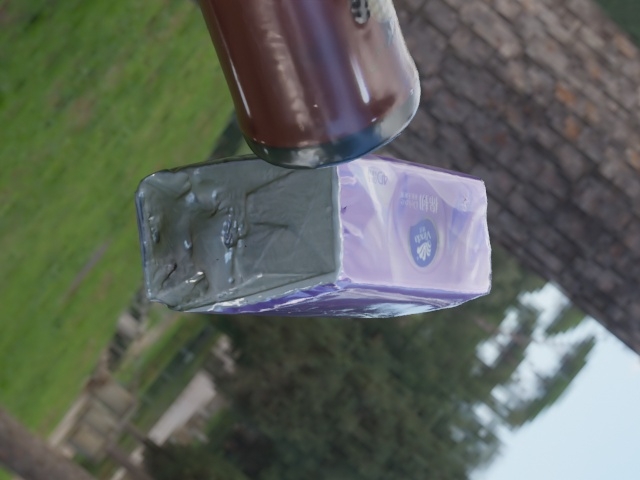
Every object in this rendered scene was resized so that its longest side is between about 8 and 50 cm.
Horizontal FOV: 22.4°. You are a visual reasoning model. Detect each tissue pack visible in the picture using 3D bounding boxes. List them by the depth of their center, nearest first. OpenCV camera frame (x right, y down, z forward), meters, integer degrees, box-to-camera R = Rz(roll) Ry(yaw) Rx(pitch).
[{"bbox_3d":[0.000,0.000,1.696,0.242,0.160,0.338,-8,173,32],"label":"tissue pack"}]

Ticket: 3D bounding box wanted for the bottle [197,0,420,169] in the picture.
[{"bbox_3d":[-0.037,-0.220,1.162,0.144,0.336,0.144,-14,-145,10],"label":"bottle"}]
